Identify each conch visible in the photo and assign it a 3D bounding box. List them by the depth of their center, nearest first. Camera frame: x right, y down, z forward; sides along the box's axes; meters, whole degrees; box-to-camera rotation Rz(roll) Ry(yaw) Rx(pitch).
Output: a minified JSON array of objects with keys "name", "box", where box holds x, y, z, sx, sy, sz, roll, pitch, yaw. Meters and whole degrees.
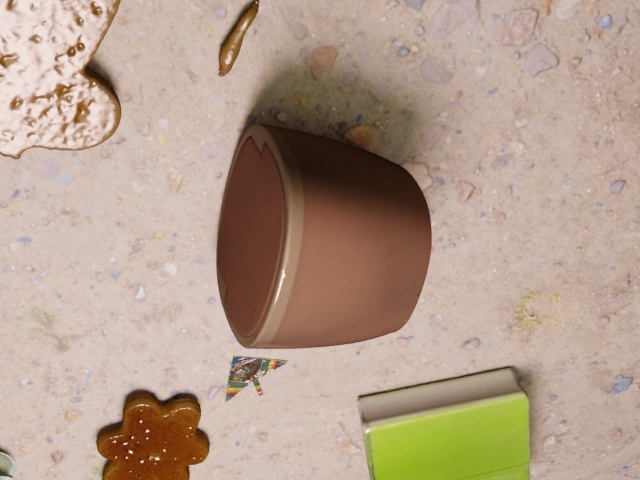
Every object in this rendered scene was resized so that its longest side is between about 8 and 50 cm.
[{"name":"conch","box":[-0.514,0.356,1.677,0.085,0.056,0.076,-14,107,-39]}]

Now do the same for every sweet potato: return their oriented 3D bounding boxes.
[{"name":"sweet potato","box":[-0.110,-0.264,1.430,0.026,0.026,0.115,21,113,-22]}]

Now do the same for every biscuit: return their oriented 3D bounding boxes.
[{"name":"biscuit","box":[-0.388,-0.293,1.314,0.368,0.076,0.394,8,119,-28]},{"name":"biscuit","box":[-0.268,0.339,1.730,0.180,0.039,0.236,8,118,-19]}]

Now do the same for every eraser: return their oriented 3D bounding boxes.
[{"name":"eraser","box":[0.203,0.333,1.801,0.274,0.092,0.210,-13,122,-7]}]

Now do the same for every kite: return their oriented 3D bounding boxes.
[{"name":"kite","box":[-0.109,0.210,1.710,0.122,0.004,0.090,-29,120,5]}]

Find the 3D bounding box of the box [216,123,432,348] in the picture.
[{"name":"box","box":[0.000,0.000,1.462,0.216,0.301,0.301,4,118,-24]}]
